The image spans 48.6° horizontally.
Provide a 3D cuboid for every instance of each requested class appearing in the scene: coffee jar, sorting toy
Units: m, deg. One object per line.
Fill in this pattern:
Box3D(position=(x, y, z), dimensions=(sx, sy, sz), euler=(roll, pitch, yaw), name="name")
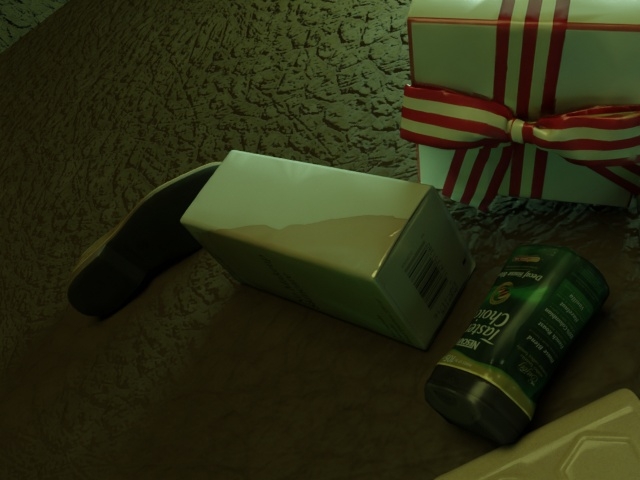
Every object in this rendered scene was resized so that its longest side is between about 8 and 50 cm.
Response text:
Box3D(position=(0.177, 0.093, 0.649), dimensions=(0.184, 0.079, 0.096), euler=(-52, 21, -16), name="coffee jar")
Box3D(position=(0.204, 0.235, 0.548), dimensions=(0.193, 0.038, 0.208), euler=(-29, 38, 9), name="sorting toy")

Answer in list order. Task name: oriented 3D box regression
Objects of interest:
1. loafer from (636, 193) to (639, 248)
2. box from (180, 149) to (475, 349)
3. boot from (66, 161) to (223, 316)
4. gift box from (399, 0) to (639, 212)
Box3D(position=(0.412, -0.006, 0.598), dimensions=(0.268, 0.096, 0.084), euler=(1, 91, 38), name="loafer")
Box3D(position=(0.000, 0.000, 0.814), dimensions=(0.311, 0.148, 0.121), euler=(14, 63, 43), name="box")
Box3D(position=(-0.246, -0.024, 1.039), dimensions=(0.305, 0.112, 0.115), euler=(-37, 31, 4), name="boot")
Box3D(position=(0.234, -0.171, 0.739), dimensions=(0.255, 0.276, 0.258), euler=(4, 51, 21), name="gift box")
